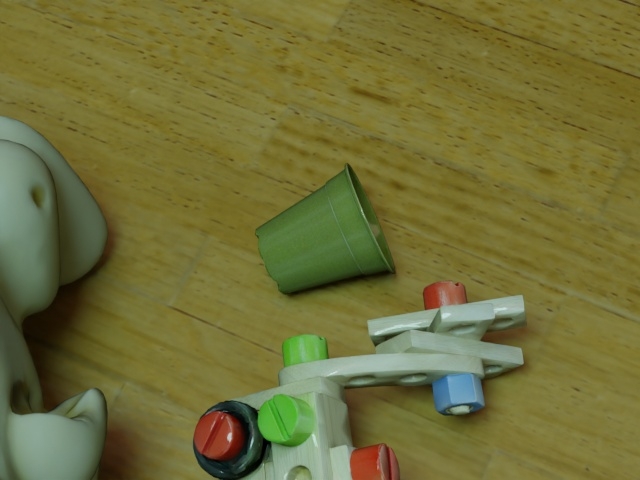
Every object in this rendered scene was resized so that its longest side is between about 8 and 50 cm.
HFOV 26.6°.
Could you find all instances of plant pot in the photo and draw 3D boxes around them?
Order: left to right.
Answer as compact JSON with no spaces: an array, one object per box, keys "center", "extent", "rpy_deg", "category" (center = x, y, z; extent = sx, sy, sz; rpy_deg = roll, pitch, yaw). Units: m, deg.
[{"center":[0.000,0.000,0.940],"extent":[0.079,0.083,0.083],"rpy_deg":[-24,62,8],"category":"plant pot"}]

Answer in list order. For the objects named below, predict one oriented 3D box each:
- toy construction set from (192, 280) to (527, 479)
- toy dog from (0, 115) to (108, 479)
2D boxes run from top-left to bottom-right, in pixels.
[{"center":[0.043,0.165,0.801],"extent":[0.215,0.151,0.327],"rpy_deg":[-17,51,24],"category":"toy construction set"},{"center":[-0.243,0.100,0.740],"extent":[0.284,0.395,0.408],"rpy_deg":[-9,53,-9],"category":"toy dog"}]
